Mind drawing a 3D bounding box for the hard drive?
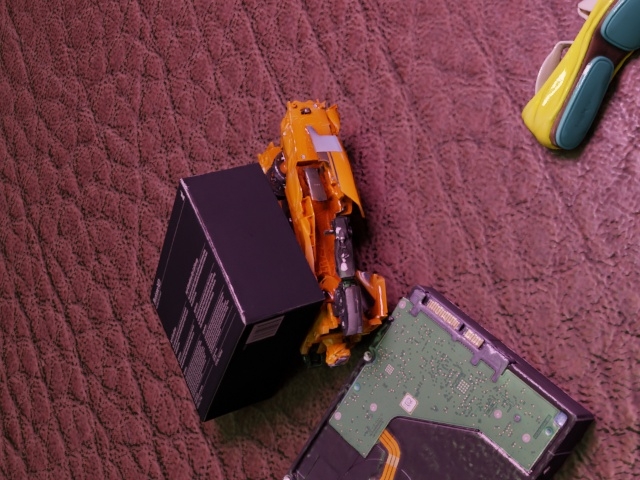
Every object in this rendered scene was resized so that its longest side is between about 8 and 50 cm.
[{"bbox_3d":[0.102,0.249,1.072,0.237,0.064,0.339,39,105,31],"label":"hard drive"}]

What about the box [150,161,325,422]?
[{"bbox_3d":[-0.104,0.064,1.137,0.184,0.103,0.261,61,151,22],"label":"box"}]

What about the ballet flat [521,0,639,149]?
[{"bbox_3d":[0.280,-0.202,1.016,0.231,0.077,0.077,-59,41,15],"label":"ballet flat"}]

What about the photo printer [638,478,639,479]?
[{"bbox_3d":[0.308,0.375,0.888,0.307,0.107,0.256,-50,60,18],"label":"photo printer"}]

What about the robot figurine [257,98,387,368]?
[{"bbox_3d":[0.000,0.000,1.129,0.211,0.085,0.291,130,129,-62],"label":"robot figurine"}]
